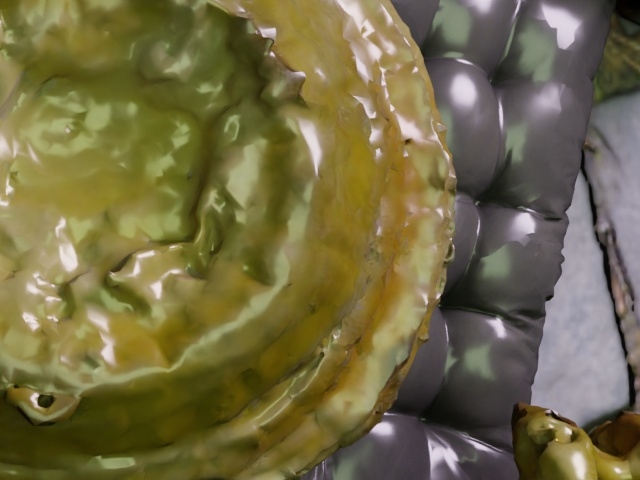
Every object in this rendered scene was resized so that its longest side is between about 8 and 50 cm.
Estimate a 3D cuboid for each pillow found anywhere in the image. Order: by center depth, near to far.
[{"bbox_3d":[0.000,0.000,0.871,0.228,0.101,0.326,16,86,-26],"label":"pillow"}]

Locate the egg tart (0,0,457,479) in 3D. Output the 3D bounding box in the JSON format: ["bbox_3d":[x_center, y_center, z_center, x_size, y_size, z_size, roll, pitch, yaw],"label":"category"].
[{"bbox_3d":[-0.086,-0.015,0.737,0.290,0.115,0.290,0,87,-8],"label":"egg tart"}]

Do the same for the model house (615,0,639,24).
[{"bbox_3d":[0.180,-0.165,0.918,0.165,0.152,0.106,36,83,-18],"label":"model house"}]

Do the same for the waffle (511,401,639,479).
[{"bbox_3d":[0.040,0.202,0.784,0.324,0.151,0.261,-20,142,5],"label":"waffle"}]
